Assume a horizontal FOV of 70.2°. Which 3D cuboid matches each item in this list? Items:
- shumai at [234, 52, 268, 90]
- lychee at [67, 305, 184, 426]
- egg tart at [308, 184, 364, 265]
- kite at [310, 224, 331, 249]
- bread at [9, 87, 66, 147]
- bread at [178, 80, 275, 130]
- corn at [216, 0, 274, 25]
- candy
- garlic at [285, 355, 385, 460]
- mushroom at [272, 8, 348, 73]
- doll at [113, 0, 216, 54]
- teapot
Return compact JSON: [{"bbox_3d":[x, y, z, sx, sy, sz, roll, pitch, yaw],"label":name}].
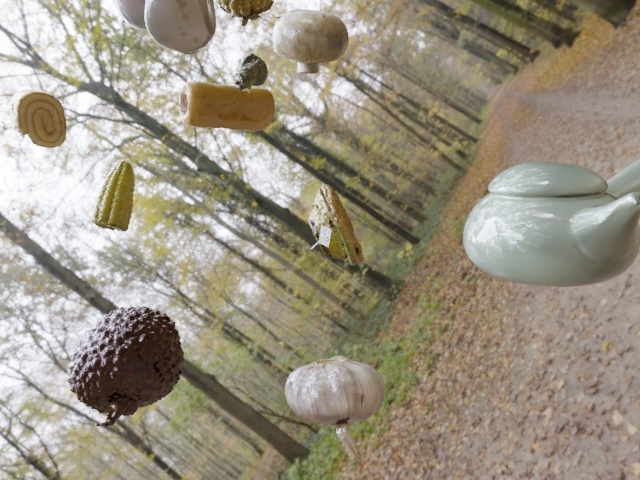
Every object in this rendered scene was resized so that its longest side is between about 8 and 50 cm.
[{"bbox_3d":[-0.181,-0.422,1.154,0.080,0.082,0.083,-71,-22,-46],"label":"shumai"},{"bbox_3d":[-0.472,0.305,1.117,0.264,0.264,0.300,116,162,-51],"label":"lychee"},{"bbox_3d":[0.043,-0.039,1.472,0.123,0.294,0.294,-23,-5,5],"label":"egg tart"},{"bbox_3d":[-0.001,-0.006,0.865,0.078,0.002,0.044,-9,82,57],"label":"kite"},{"bbox_3d":[-0.743,-0.321,1.197,0.122,0.073,0.149,-17,-53,-42],"label":"bread"},{"bbox_3d":[-0.275,-0.401,1.384,0.305,0.091,0.142,-10,-54,-39],"label":"bread"},{"bbox_3d":[-0.134,-0.470,0.651,0.106,0.106,0.305,-53,-23,-22],"label":"corn"},{"bbox_3d":[-0.570,-0.128,1.273,0.106,0.094,0.199,96,-177,-82],"label":"candy"},{"bbox_3d":[0.047,0.407,1.095,0.245,0.253,0.245,-11,-5,-1],"label":"garlic"},{"bbox_3d":[-0.013,-0.634,1.469,0.253,0.189,0.195,-21,-54,-37],"label":"mushroom"},{"bbox_3d":[-0.340,-0.508,0.968,0.221,0.221,0.251,116,152,-51],"label":"doll"},{"bbox_3d":[0.334,-0.038,0.629,0.318,0.220,0.149,-19,-68,-49],"label":"teapot"}]
